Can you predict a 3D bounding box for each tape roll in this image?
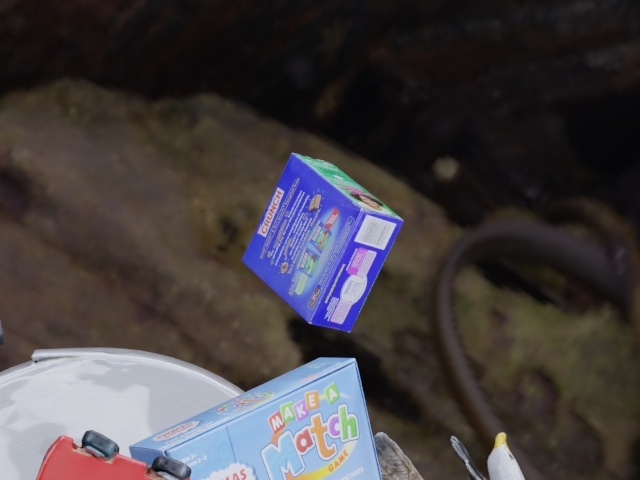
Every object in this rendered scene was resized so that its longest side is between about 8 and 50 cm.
[{"bbox_3d":[-0.169,0.276,1.470,0.392,0.392,0.072,28,-2,-5],"label":"tape roll"}]

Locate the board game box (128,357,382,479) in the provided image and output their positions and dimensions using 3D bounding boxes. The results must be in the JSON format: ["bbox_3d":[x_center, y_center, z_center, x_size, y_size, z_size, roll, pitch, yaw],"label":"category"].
[{"bbox_3d":[-0.021,0.195,1.142,0.160,0.211,0.039,-22,15,-41],"label":"board game box"}]

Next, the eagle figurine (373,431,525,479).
[{"bbox_3d":[0.171,0.290,1.875,0.298,0.226,0.225,13,29,-39],"label":"eagle figurine"}]

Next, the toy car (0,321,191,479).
[{"bbox_3d":[-0.193,0.095,1.034,0.239,0.053,0.225,-11,74,-14],"label":"toy car"}]

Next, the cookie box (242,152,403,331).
[{"bbox_3d":[0.000,0.000,1.345,0.040,0.092,0.107,16,15,-36],"label":"cookie box"}]
